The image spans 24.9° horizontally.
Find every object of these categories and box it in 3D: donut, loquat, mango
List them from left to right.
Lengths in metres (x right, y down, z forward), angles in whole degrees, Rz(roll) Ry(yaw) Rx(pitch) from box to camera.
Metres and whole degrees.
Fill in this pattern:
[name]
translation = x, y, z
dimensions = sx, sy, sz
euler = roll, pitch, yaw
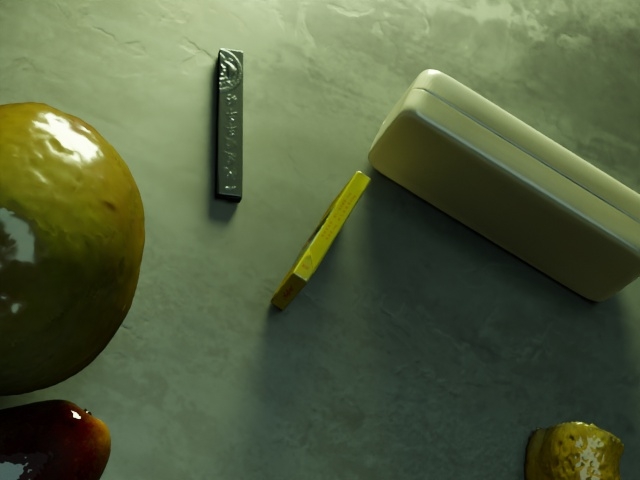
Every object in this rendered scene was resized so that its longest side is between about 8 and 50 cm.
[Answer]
[mango]
translation = -0.319, 0.232, 1.358
dimensions = 0.267, 0.111, 0.133
euler = -17, 85, -21
[loquat]
translation = -0.296, 0.009, 1.363
dimensions = 0.276, 0.276, 0.284
euler = 36, 16, -2
[donut]
translation = 0.343, 0.307, 1.571
dimensions = 0.259, 0.101, 0.152
euler = 22, 67, -4

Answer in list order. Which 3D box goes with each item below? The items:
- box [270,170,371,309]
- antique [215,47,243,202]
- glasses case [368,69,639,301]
[box]
translation = 0.000, 0.000, 1.592
dimensions = 0.023, 0.087, 0.155
euler = 35, 59, -6
[antique]
translation = -0.104, -0.133, 1.655
dimensions = 0.031, 0.015, 0.192
euler = 7, 65, -17
[glasses case]
translation = 0.226, -0.060, 1.670
dimensions = 0.336, 0.144, 0.076
euler = 32, 60, -5
